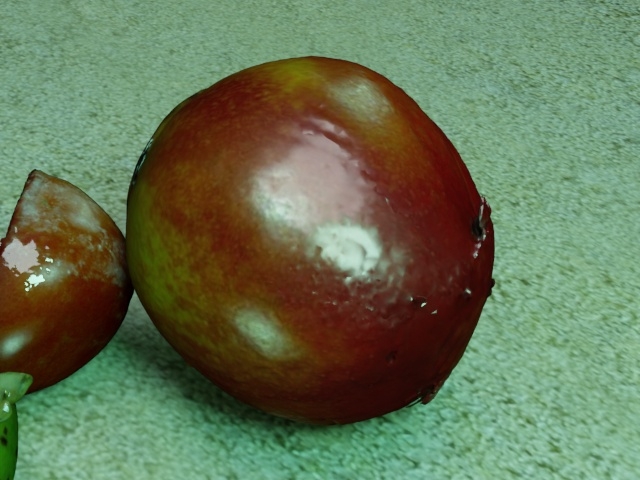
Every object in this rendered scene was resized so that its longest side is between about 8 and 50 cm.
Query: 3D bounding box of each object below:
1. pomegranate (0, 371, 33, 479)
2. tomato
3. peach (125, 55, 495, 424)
[{"bbox_3d":[-0.332,0.150,0.842,0.211,0.263,0.211,35,37,-32],"label":"pomegranate"},{"bbox_3d":[-0.256,0.048,1.032,0.139,0.200,0.233,14,36,-12],"label":"tomato"},{"bbox_3d":[0.000,0.000,1.002,0.370,0.370,0.370,4,35,-3],"label":"peach"}]
